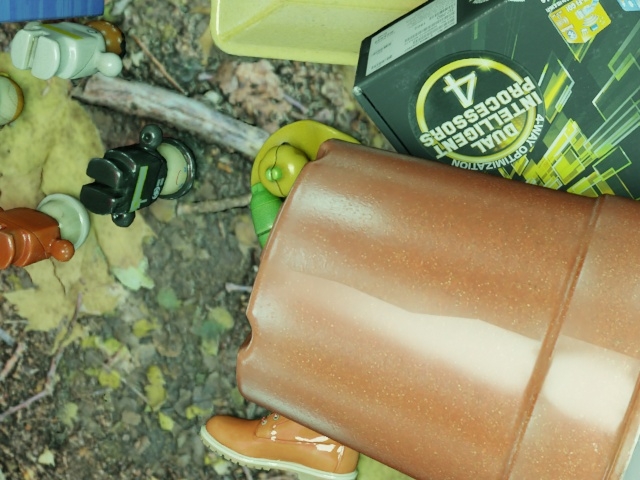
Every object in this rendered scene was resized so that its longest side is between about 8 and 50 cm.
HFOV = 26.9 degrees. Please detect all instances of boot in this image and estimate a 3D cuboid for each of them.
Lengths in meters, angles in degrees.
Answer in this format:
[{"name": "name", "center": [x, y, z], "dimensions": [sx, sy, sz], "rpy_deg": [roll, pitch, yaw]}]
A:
[{"name": "boot", "center": [-0.036, 0.177, 1.270], "dimensions": [0.157, 0.059, 0.085], "rpy_deg": [12, 102, 10]}]

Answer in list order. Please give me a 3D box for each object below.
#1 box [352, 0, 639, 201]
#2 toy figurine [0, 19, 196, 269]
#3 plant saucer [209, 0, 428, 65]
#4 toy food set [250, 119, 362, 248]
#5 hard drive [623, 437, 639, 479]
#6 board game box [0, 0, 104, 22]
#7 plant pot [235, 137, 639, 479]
[{"name": "box", "center": [0.272, -0.110, 1.003], "dimensions": [0.394, 0.097, 0.318], "rpy_deg": [-28, 118, 24]}, {"name": "toy figurine", "center": [-0.244, -0.093, 1.246], "dimensions": [0.213, 0.148, 0.210], "rpy_deg": [-27, 89, 26]}, {"name": "plant saucer", "center": [0.080, -0.310, 1.109], "dimensions": [0.332, 0.081, 0.333], "rpy_deg": [8, 103, 20]}, {"name": "toy food set", "center": [0.000, 0.000, 1.208], "dimensions": [0.128, 0.071, 0.218], "rpy_deg": [-19, 94, 24]}, {"name": "hard drive", "center": [0.354, 0.241, 1.137], "dimensions": [0.210, 0.040, 0.319], "rpy_deg": [5, 103, 20]}, {"name": "board game box", "center": [-0.280, -0.342, 1.114], "dimensions": [0.065, 0.318, 0.318], "rpy_deg": [7, 104, 18]}, {"name": "plant pot", "center": [0.097, 0.061, 0.949], "dimensions": [0.265, 0.272, 0.273], "rpy_deg": [19, 107, 10]}]
